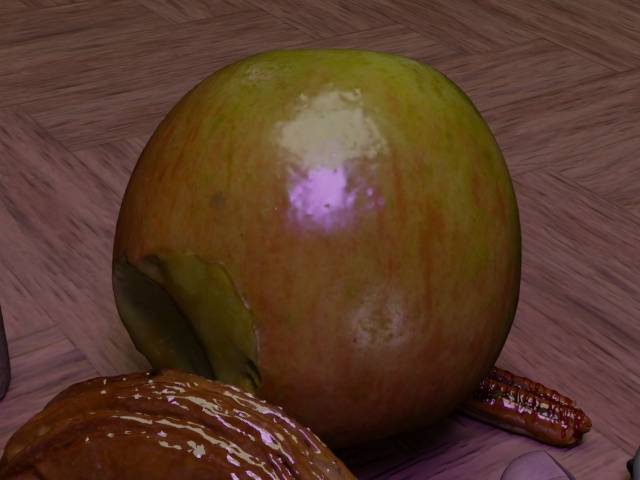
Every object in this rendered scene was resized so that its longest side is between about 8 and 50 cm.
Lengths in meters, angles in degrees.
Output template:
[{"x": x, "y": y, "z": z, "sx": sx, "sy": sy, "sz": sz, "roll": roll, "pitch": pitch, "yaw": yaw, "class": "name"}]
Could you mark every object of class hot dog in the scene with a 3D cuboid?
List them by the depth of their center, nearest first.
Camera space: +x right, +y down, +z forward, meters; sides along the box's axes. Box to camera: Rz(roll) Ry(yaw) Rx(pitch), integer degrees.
[{"x": -0.078, "y": 0.180, "z": 0.773, "sx": 0.272, "sy": 0.196, "sz": 0.122, "roll": 9, "pitch": 55, "yaw": 11, "class": "hot dog"}, {"x": 0.170, "y": 0.140, "z": 0.986, "sx": 0.144, "sy": 0.038, "sz": 0.062, "roll": 19, "pitch": 34, "yaw": 24, "class": "hot dog"}]

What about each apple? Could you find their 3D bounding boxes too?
[{"x": 0.000, "y": 0.000, "z": 0.920, "sx": 0.339, "sy": 0.339, "sz": 0.339, "roll": 2, "pitch": 31, "yaw": -1, "class": "apple"}]

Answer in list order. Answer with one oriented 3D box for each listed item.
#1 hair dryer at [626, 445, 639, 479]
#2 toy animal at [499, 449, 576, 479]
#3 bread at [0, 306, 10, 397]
[{"x": 0.204, "y": 0.199, "z": 0.884, "sx": 0.229, "sy": 0.092, "sz": 0.267, "roll": -2, "pitch": 17, "yaw": 2, "class": "hair dryer"}, {"x": 0.101, "y": 0.235, "z": 0.738, "sx": 0.212, "sy": 0.124, "sz": 0.124, "roll": -41, "pitch": 42, "yaw": -4, "class": "toy animal"}, {"x": -0.346, "y": 0.068, "z": 0.961, "sx": 0.134, "sy": 0.141, "sz": 0.148, "roll": -25, "pitch": 40, "yaw": -33, "class": "bread"}]
